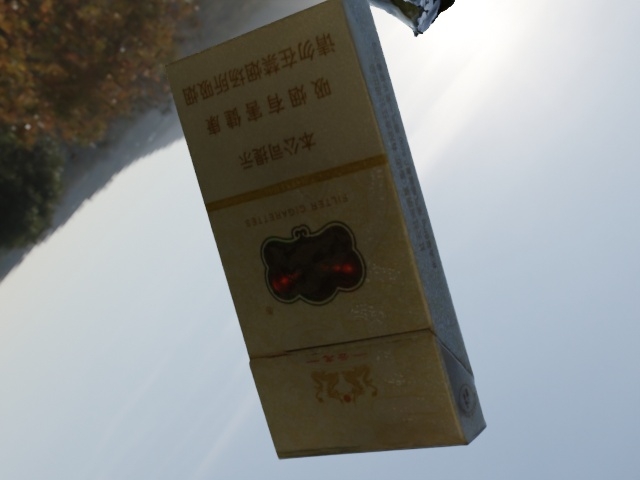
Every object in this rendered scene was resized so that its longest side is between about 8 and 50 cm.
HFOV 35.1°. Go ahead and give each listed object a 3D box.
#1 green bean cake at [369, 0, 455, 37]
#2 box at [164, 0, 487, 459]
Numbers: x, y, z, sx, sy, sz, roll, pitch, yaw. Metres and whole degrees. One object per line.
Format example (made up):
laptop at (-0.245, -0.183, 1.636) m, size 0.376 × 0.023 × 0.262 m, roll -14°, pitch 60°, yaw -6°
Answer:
green bean cake at (0.042, -0.198, 0.411) m, size 0.173 × 0.094 × 0.181 m, roll -60°, pitch 166°, yaw -5°
box at (0.000, 0.000, 0.389) m, size 0.090 × 0.166 × 0.024 m, roll -13°, pitch -176°, yaw 36°
